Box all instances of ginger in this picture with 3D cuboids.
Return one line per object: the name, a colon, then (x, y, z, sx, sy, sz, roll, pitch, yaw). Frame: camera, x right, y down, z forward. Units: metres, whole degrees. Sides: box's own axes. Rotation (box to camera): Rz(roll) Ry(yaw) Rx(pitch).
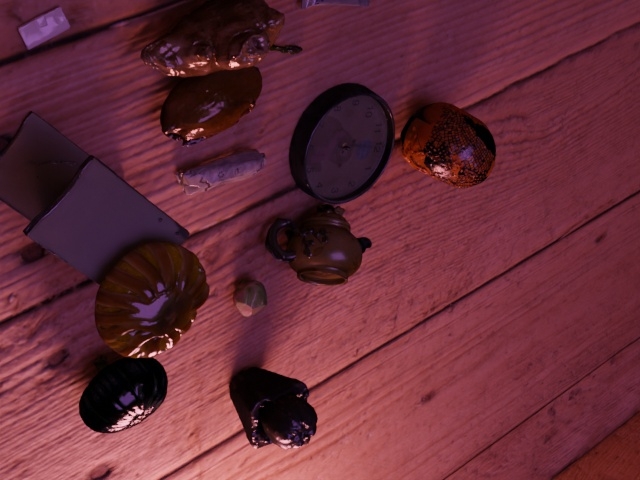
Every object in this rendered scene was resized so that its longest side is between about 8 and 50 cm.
ginger: (-0.192, -0.354, 1.609, 0.270, 0.219, 0.123, -43, 136, -26)

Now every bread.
bread: (-0.282, 0.104, 1.530, 0.213, 0.105, 0.213, -20, 125, -30)

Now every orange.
orange: (0.304, -0.222, 2.129, 0.234, 0.234, 0.182, 34, 86, -48)

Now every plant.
plant: (-0.110, 0.398, 2.115, 0.164, 0.256, 0.141, -16, 119, -32)

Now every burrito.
burrito: (-0.199, -0.143, 1.847, 0.203, 0.064, 0.064, -21, 127, -30)

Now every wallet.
wallet: (-0.463, -0.356, 1.509, 0.083, 0.011, 0.044, -35, 134, -20)

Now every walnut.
walnut: (-0.209, -0.269, 1.715, 0.245, 0.137, 0.137, -32, 133, -28)

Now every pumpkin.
pumpkin: (-0.408, 0.320, 1.873, 0.194, 0.150, 0.194, -19, 132, -22)

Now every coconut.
coconut: (-0.159, 0.126, 2.036, 0.083, 0.081, 0.082, -11, 163, -33)

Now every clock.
clock: (0.056, -0.214, 2.038, 0.281, 0.055, 0.280, -22, 128, -31)

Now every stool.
stool: (-0.413, -0.055, 1.569, 0.170, 0.244, 0.270, -52, 138, -6)

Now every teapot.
teapot: (0.000, 0.000, 2.062, 0.269, 0.173, 0.182, 14, 71, -25)

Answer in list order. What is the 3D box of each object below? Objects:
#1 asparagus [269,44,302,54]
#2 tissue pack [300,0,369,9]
asparagus: (-0.122, -0.392, 1.793, 0.233, 0.023, 0.022, 0, 159, -42)
tissue pack: (0.041, -0.538, 1.845, 0.193, 0.026, 0.122, -13, 123, -36)
